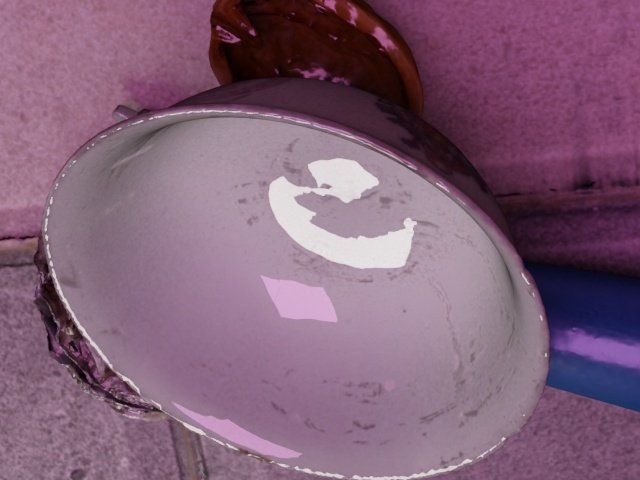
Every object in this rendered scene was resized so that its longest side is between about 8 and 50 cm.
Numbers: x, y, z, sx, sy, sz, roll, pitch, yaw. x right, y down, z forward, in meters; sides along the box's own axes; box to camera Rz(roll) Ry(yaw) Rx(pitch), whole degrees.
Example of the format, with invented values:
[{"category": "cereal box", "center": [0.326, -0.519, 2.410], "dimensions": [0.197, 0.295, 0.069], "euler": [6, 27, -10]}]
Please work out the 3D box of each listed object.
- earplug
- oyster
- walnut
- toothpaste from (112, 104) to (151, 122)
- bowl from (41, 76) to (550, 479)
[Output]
[{"category": "earplug", "center": [0.256, 0.086, 1.108], "dimensions": [0.273, 0.132, 0.132], "euler": [12, 110, 11]}, {"category": "oyster", "center": [-0.173, 0.079, 1.209], "dimensions": [0.198, 0.112, 0.267], "euler": [-22, 95, -4]}, {"category": "walnut", "center": [0.003, -0.167, 1.087], "dimensions": [0.211, 0.087, 0.167], "euler": [34, 133, -10]}, {"category": "toothpaste", "center": [-0.114, -0.078, 1.176], "dimensions": [0.197, 0.029, 0.048], "euler": [30, 112, -3]}, {"category": "bowl", "center": [0.000, 0.000, 1.047], "dimensions": [0.435, 0.196, 0.435], "euler": [13, 137, 13]}]
